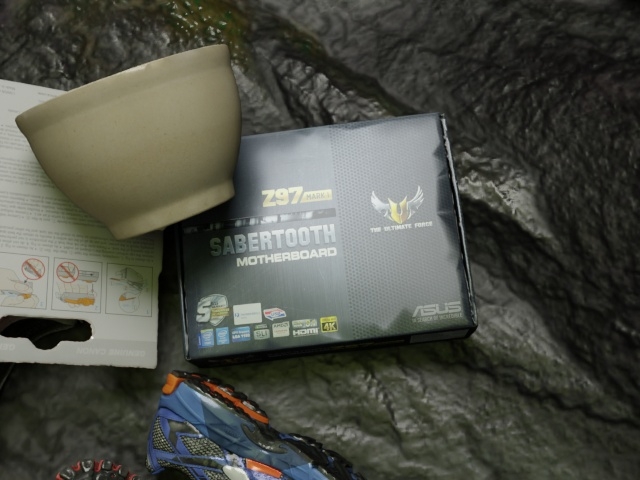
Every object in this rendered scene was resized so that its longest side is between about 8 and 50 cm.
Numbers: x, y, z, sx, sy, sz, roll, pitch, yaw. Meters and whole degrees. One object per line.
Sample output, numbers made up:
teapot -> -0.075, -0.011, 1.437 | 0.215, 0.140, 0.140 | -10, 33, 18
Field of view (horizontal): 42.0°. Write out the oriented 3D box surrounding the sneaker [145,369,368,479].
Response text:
sneaker -> -0.039, 0.187, 0.637 | 0.221, 0.083, 0.087 | 30, 92, 16

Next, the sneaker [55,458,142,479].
sneaker -> -0.112, 0.251, 0.619 | 0.225, 0.093, 0.088 | 41, 47, -1

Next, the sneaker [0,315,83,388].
sneaker -> -0.314, 0.105, 0.651 | 0.281, 0.105, 0.115 | -42, 76, -9

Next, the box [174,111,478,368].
box -> 0.000, 0.000, 0.688 | 0.233, 0.059, 0.183 | -6, 73, 2

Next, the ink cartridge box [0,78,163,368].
ink cartridge box -> -0.218, -0.011, 0.664 | 0.181, 0.056, 0.224 | 7, 74, -29

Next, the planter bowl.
planter bowl -> -0.126, -0.066, 0.618 | 0.162, 0.162, 0.109 | -20, 100, -3
